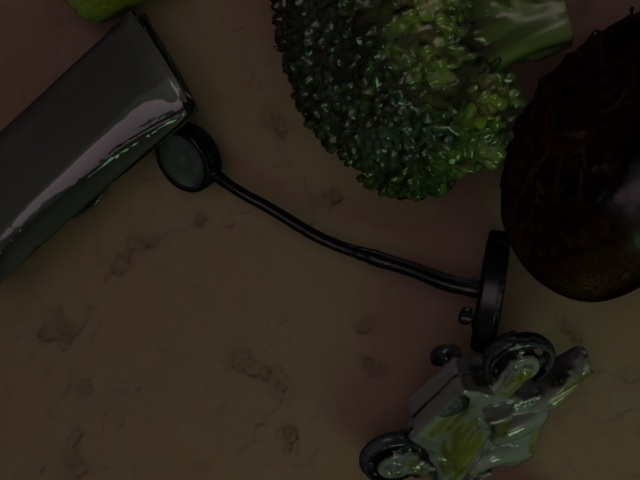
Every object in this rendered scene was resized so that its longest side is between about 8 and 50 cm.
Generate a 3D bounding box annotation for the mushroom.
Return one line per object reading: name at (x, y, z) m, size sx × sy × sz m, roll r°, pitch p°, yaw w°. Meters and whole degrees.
mushroom at (0.281, -0.079, 1.191) m, size 0.297 × 0.163 × 0.278 m, roll -51°, pitch 41°, yaw 3°

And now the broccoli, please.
broccoli at (0.074, -0.179, 1.211) m, size 0.260 × 0.235 × 0.288 m, roll -13°, pitch 92°, yaw 27°

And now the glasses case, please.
glasses case at (-0.247, -0.074, 1.331) m, size 0.308 × 0.083 × 0.128 m, roll -41°, pitch 69°, yaw 5°

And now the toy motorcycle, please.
toy motorcycle at (0.147, 0.163, 1.268) m, size 0.151 × 0.074 × 0.228 m, roll 27°, pitch 122°, yaw -34°

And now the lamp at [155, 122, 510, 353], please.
lamp at (0.022, -0.019, 1.329) m, size 0.371 × 0.108 × 0.130 m, roll 24°, pitch 132°, yaw 21°

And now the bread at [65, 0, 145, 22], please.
bread at (-0.193, -0.271, 1.320) m, size 0.114 × 0.129 × 0.111 m, roll -30°, pitch 99°, yaw 13°
